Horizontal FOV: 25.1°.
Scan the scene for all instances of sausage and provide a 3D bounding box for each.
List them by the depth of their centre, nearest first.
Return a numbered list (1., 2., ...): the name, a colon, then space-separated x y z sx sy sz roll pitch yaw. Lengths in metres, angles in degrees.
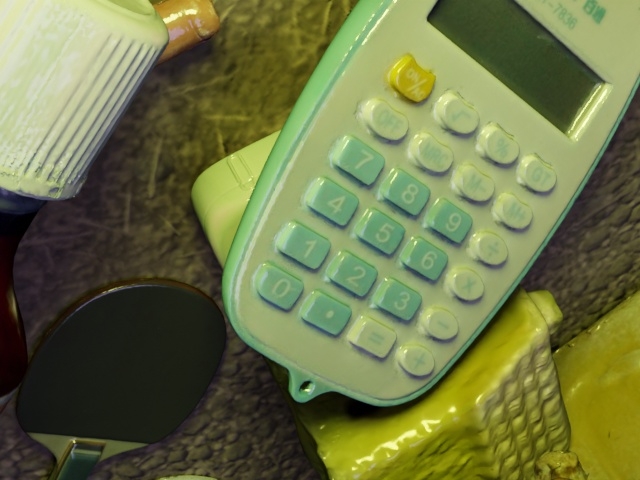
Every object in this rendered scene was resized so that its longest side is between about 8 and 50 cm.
1. sausage: -0.136 -0.110 0.905 0.158 0.036 0.042 -30 129 1

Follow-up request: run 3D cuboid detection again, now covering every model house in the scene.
1. model house: 0.099 0.145 1.156 0.234 0.175 0.193 -23 135 -1

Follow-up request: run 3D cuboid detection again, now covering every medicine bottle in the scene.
1. medicine bottle: -0.248 0.001 0.804 0.242 0.242 0.395 27 109 -41

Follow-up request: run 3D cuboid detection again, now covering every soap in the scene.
1. soap: 0.263 0.245 1.238 0.338 0.304 0.169 -39 132 10

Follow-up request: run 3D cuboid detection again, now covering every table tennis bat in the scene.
1. table tennis bat: -0.172 0.137 1.124 0.154 0.021 0.274 12 121 -34

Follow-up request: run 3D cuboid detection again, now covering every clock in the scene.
1. clock: 0.000 0.000 1.054 0.151 0.062 0.191 -26 136 -6

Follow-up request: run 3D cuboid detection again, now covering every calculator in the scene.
1. calculator: 0.082 -0.057 0.978 0.256 0.054 0.386 31 90 -42

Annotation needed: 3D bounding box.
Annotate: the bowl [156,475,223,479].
1. bowl: -0.132 0.298 1.243 0.189 0.086 0.189 -14 135 -14

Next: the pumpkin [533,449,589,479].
1. pumpkin: 0.168 0.292 1.104 0.232 0.242 0.325 -25 146 38
